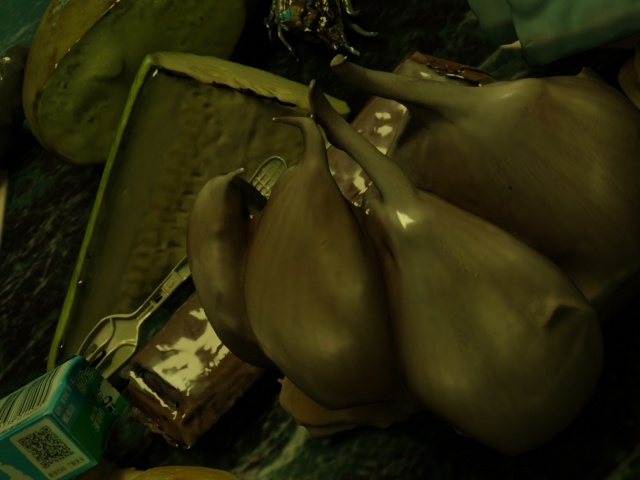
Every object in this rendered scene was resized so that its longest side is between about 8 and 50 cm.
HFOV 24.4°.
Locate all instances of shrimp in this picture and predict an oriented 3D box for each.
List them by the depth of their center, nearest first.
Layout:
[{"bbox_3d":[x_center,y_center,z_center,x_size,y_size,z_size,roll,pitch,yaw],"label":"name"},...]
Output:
[{"bbox_3d":[-0.002,-0.187,1.156,0.082,0.076,0.174,5,38,-10],"label":"shrimp"}]

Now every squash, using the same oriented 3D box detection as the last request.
[{"bbox_3d":[-0.101,-0.006,1.079,0.093,0.169,0.252,43,118,54],"label":"squash"}]

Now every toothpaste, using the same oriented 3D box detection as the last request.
[{"bbox_3d":[-0.245,0.160,0.967,0.267,0.050,0.065,-29,23,25],"label":"toothpaste"}]

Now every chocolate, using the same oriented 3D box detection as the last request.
[{"bbox_3d":[-0.005,-0.005,0.966,0.329,0.065,0.102,-49,39,-14],"label":"chocolate"}]

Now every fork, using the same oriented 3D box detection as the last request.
[{"bbox_3d":[-0.095,0.026,0.988,0.219,0.028,0.034,-46,74,16],"label":"fork"}]

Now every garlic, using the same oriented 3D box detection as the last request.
[{"bbox_3d":[0.056,0.003,0.783,0.237,0.292,0.210,20,67,3],"label":"garlic"}]

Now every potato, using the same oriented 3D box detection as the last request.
[{"bbox_3d":[-0.133,-0.185,1.186,0.176,0.141,0.298,0,61,57],"label":"potato"}]

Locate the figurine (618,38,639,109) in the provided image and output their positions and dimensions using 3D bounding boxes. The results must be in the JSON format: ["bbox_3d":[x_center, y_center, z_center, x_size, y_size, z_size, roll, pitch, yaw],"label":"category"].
[{"bbox_3d":[0.251,-0.082,0.846,0.187,0.083,0.083,27,71,36],"label":"figurine"}]

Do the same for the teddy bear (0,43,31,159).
[{"bbox_3d":[-0.354,-0.078,1.255,0.171,0.144,0.251,-20,38,43],"label":"teddy bear"}]

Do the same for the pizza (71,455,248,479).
[{"bbox_3d":[-0.111,0.175,0.865,0.188,0.080,0.204,-29,38,13],"label":"pizza"}]

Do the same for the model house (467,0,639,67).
[{"bbox_3d":[0.188,-0.336,0.862,0.360,0.339,0.297,-17,29,24],"label":"model house"}]
